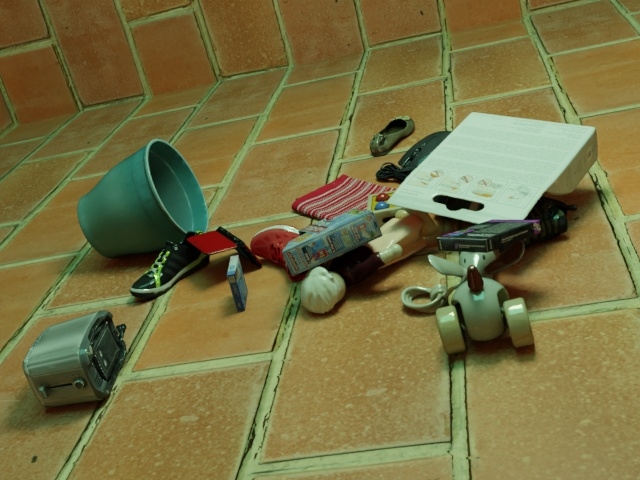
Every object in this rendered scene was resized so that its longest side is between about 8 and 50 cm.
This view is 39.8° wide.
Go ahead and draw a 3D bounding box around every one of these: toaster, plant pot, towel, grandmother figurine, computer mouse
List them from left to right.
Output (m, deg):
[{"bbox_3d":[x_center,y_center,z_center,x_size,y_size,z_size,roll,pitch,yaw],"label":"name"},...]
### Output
[{"bbox_3d":[-0.475,0.226,1.717,0.146,0.129,0.227,-14,25,9],"label":"toaster"},{"bbox_3d":[-0.466,-0.084,2.252,0.255,0.271,0.271,-23,21,16],"label":"plant pot"},{"bbox_3d":[0.074,-0.101,2.230,0.199,0.031,0.275,-29,28,-28],"label":"towel"},{"bbox_3d":[0.094,0.042,1.836,0.342,0.104,0.208,-34,3,-31],"label":"grandmother figurine"},{"bbox_3d":[0.290,-0.231,2.337,0.272,0.072,0.188,-29,27,-29],"label":"computer mouse"}]

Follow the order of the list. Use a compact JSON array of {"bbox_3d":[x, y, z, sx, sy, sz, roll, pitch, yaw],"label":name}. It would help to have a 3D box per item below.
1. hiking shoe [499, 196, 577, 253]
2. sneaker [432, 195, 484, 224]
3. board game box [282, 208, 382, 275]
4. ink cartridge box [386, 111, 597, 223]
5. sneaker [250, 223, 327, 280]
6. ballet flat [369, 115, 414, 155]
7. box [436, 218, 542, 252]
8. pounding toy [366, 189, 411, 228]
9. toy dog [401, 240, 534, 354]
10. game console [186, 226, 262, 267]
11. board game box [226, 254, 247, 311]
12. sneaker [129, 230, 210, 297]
[{"bbox_3d":[0.440,-0.037,1.803,0.114,0.086,0.227,0,27,38],"label":"hiking shoe"},{"bbox_3d":[0.349,-0.119,2.038,0.163,0.086,0.226,11,36,40],"label":"sneaker"},{"bbox_3d":[0.000,0.000,1.819,0.194,0.060,0.194,-27,13,-16],"label":"board game box"},{"bbox_3d":[0.373,-0.132,1.895,0.308,0.091,0.385,15,46,36],"label":"ink cartridge box"},{"bbox_3d":[-0.080,0.028,1.973,0.221,0.087,0.128,-3,25,28],"label":"sneaker"},{"bbox_3d":[0.210,-0.321,2.596,0.084,0.058,0.250,2,29,32],"label":"ballet flat"},{"bbox_3d":[0.307,-0.010,1.600,0.162,0.029,0.116,-15,11,-38],"label":"box"},{"bbox_3d":[0.180,-0.082,2.037,0.141,0.100,0.130,-10,25,11],"label":"pounding toy"},{"bbox_3d":[0.273,0.068,1.580,0.220,0.161,0.333,-18,24,-8],"label":"toy dog"},{"bbox_3d":[-0.223,0.027,2.050,0.085,0.124,0.144,-45,31,-9],"label":"game console"},{"bbox_3d":[-0.176,0.091,1.880,0.020,0.090,0.090,-11,25,4],"label":"board game box"},{"bbox_3d":[-0.362,0.048,2.075,0.084,0.097,0.235,7,32,42],"label":"sneaker"}]
